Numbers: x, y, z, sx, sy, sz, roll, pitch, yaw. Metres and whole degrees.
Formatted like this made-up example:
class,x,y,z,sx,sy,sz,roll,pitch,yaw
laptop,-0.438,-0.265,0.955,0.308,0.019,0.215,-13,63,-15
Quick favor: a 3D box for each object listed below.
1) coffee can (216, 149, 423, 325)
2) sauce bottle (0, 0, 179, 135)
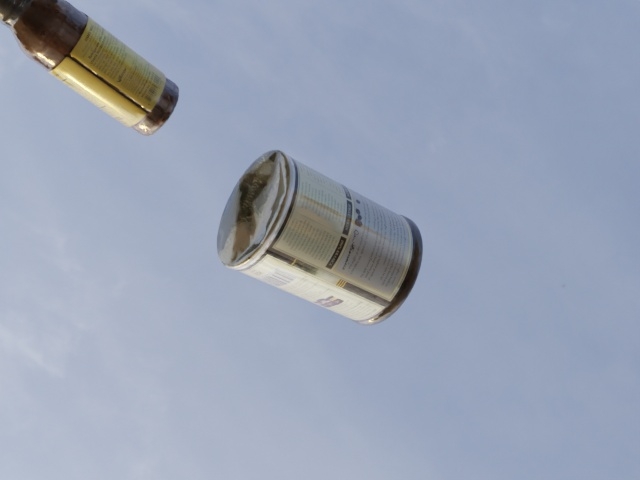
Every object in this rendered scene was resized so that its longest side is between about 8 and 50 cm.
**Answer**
class,x,y,z,sx,sy,sz,roll,pitch,yaw
coffee can,0.000,0.000,1.269,0.201,0.275,0.202,-37,-140,38
sauce bottle,-0.379,-0.297,1.201,0.111,0.344,0.111,-30,-139,29
